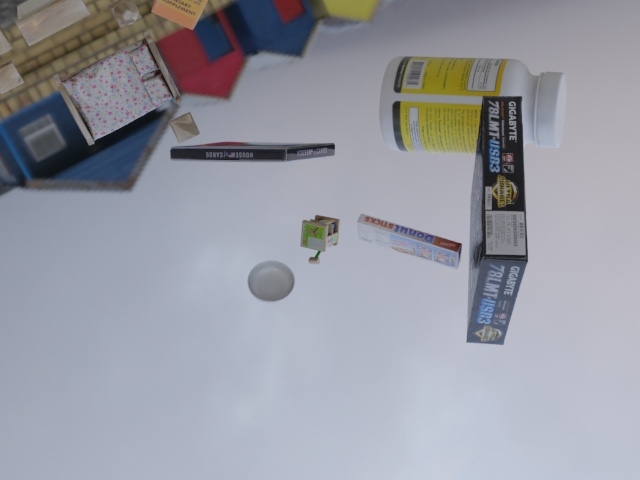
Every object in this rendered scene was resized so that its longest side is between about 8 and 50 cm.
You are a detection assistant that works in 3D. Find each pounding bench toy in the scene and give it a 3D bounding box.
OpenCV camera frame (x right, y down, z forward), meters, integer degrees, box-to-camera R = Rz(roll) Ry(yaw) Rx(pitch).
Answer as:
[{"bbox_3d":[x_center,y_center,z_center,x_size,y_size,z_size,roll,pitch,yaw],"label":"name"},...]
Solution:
[{"bbox_3d":[0.000,0.000,1.969,0.052,0.083,0.065,12,-164,24],"label":"pounding bench toy"}]

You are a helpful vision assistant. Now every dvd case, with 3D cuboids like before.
[{"bbox_3d":[-0.119,-0.159,1.858,0.238,0.029,0.179,4,-171,28],"label":"dvd case"}]

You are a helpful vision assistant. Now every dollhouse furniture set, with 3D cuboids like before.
[{"bbox_3d":[-0.415,-0.261,1.851,0.303,0.355,0.174,-28,-155,-4],"label":"dollhouse furniture set"}]

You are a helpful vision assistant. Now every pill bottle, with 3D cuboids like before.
[{"bbox_3d":[0.295,-0.257,2.005,0.334,0.188,0.188,5,-153,19],"label":"pill bottle"}]

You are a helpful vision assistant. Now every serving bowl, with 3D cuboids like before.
[{"bbox_3d":[-0.086,0.077,1.828,0.083,0.083,0.027,-32,155,-19],"label":"serving bowl"}]

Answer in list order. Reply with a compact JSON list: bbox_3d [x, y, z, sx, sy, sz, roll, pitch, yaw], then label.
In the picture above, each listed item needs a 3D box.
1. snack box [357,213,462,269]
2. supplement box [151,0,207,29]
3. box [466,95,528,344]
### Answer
[{"bbox_3d":[0.149,0.002,1.750,0.178,0.064,0.022,17,-116,14],"label":"snack box"},{"bbox_3d":[-0.180,-0.435,1.578,0.233,0.078,0.080,-54,-161,43],"label":"supplement box"},{"bbox_3d":[0.276,-0.026,1.651,0.073,0.295,0.293,4,-120,5],"label":"box"}]
